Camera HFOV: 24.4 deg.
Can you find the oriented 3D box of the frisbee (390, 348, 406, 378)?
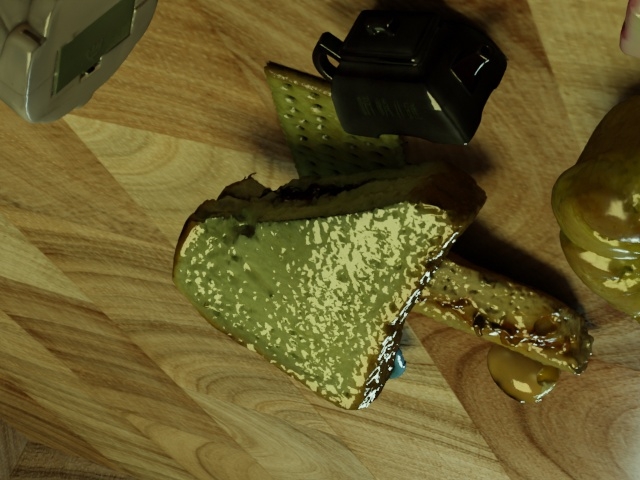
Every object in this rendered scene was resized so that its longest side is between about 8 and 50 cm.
[{"bbox_3d":[0.003,0.107,1.903,0.242,0.045,0.242,21,160,8],"label":"frisbee"}]

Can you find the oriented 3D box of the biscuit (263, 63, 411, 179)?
[{"bbox_3d":[0.024,-0.089,1.434,0.139,0.016,0.231,20,159,16],"label":"biscuit"}]

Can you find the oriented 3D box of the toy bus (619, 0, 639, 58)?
[{"bbox_3d":[0.320,-0.132,0.874,0.274,0.090,0.112,19,153,18],"label":"toy bus"}]

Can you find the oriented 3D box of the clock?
[{"bbox_3d":[-0.278,-0.239,1.230,0.254,0.189,0.189,38,161,8],"label":"clock"}]

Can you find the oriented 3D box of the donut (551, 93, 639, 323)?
[{"bbox_3d":[0.291,-0.014,1.145,0.208,0.128,0.261,16,159,25],"label":"donut"}]

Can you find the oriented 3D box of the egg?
[{"bbox_3d":[0.232,0.146,1.703,0.083,0.071,0.071,38,160,-1],"label":"egg"}]

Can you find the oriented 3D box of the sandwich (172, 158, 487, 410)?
[{"bbox_3d":[-0.002,0.002,1.422,0.254,0.099,0.288,38,130,13],"label":"sandwich"}]

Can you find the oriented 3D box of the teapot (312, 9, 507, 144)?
[{"bbox_3d":[0.064,-0.140,1.160,0.177,0.087,0.096,9,150,37],"label":"teapot"}]

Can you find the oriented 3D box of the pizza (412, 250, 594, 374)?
[{"bbox_3d":[0.134,0.049,1.535,0.365,0.074,0.182,26,175,-18],"label":"pizza"}]
